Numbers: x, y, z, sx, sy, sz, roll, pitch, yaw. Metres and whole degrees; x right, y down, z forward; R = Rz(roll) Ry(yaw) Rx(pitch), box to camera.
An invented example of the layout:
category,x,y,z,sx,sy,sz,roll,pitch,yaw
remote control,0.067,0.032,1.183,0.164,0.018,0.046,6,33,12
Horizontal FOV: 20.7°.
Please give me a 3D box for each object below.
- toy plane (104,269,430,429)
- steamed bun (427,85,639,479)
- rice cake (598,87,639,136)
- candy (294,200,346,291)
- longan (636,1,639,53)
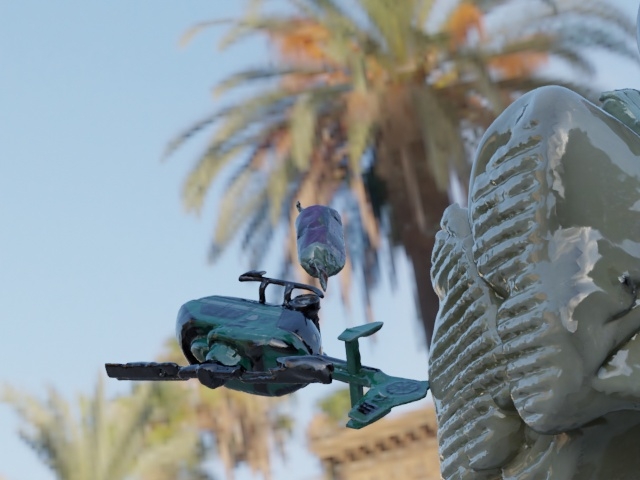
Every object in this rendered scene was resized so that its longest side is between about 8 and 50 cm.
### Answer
category,x,y,z,sx,sy,sz,roll,pitch,yaw
toy plane,-0.041,0.116,1.715,0.382,0.106,0.155,11,25,41
steamed bun,0.245,0.078,1.510,0.255,0.367,0.342,8,-23,-14
rice cake,0.460,-0.124,2.287,0.124,0.211,0.038,-5,-40,-53
candy,0.000,0.000,1.679,0.043,0.175,0.045,-37,-66,15
longan,0.372,-0.194,1.590,0.187,0.167,0.167,18,-33,-35
